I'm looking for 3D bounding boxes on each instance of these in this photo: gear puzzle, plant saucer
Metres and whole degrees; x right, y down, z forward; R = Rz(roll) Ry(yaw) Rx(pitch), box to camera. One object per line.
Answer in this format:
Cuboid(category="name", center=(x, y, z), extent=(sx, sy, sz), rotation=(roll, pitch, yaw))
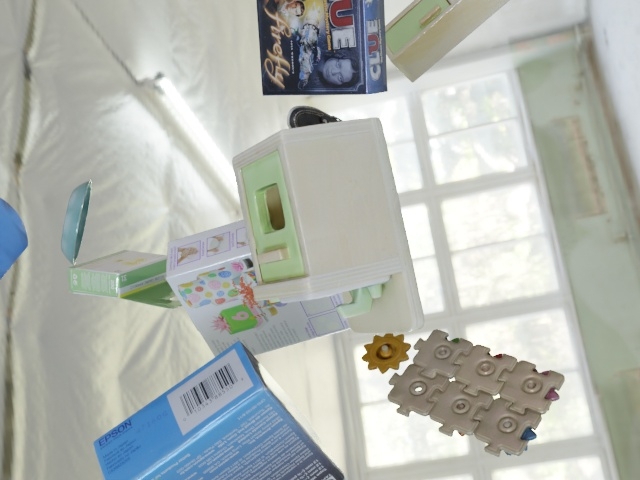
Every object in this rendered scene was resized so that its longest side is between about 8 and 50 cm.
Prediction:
Cuboid(category="gear puzzle", center=(0.205, 0.234, 1.407), extent=(0.175, 0.339, 0.044), rotation=(-50, -40, -29))
Cuboid(category="plant saucer", center=(-0.335, -0.026, 1.197), extent=(0.119, 0.021, 0.119), rotation=(-169, 90, -78))

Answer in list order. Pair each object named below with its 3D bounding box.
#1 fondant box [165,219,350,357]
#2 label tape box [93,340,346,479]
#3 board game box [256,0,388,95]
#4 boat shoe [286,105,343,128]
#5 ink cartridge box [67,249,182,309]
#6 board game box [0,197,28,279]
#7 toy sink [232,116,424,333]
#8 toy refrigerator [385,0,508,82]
Cuboid(category="fondant box", center=(-0.060, 0.065, 1.465), extent=(0.096, 0.330, 0.238), rotation=(-100, -10, -47))
Cuboid(category="label tape box", center=(-0.124, 0.337, 1.277), extent=(0.115, 0.249, 0.348), rotation=(52, 176, 45))
Cuboid(category="board game box", center=(-0.003, -0.292, 1.015), extent=(0.042, 0.165, 0.243), rotation=(-18, -71, -48))
Cuboid(category="boat shoe", center=(0.011, -0.139, 1.129), extent=(0.125, 0.038, 0.046), rotation=(24, -93, -42))
Cuboid(category="ink cartridge box", center=(-0.324, 0.070, 1.634), extent=(0.171, 0.235, 0.056), rotation=(-22, -66, -61))
Cuboid(category="board game box", center=(-0.539, 0.006, 1.354), extent=(0.133, 0.033, 0.169), rotation=(42, -124, -19))
Cuboid(category="toy sink", center=(0.000, 0.000, 0.966), extent=(0.153, 0.131, 0.234), rotation=(-12, 90, 64))
Cuboid(category="toy refrigerator", center=(0.247, -0.458, 1.772), extent=(0.094, 0.269, 0.102), rotation=(34, -156, -43))
